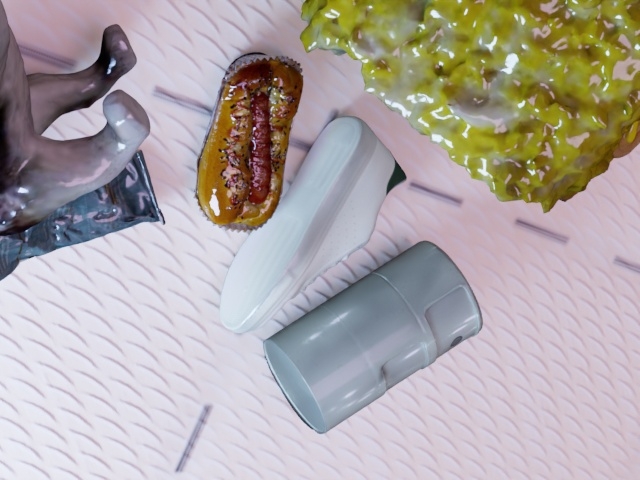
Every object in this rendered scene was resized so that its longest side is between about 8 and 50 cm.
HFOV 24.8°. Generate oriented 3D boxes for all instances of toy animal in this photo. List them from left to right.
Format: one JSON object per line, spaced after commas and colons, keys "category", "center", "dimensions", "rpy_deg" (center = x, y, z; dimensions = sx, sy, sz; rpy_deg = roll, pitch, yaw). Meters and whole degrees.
{"category": "toy animal", "center": [-0.337, -0.118, 1.236], "dimensions": [0.303, 0.194, 0.344], "rpy_deg": [-32, 141, 10]}

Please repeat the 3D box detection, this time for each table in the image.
{"category": "table", "center": [0.059, 0.106, 1.633], "dimensions": [0.220, 0.126, 0.126], "rpy_deg": [-31, 123, -17]}

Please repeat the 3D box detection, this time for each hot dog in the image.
{"category": "hot dog", "center": [-0.073, -0.100, 1.505], "dimensions": [0.108, 0.059, 0.191], "rpy_deg": [0, 108, -37]}

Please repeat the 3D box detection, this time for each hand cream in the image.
{"category": "hand cream", "center": [-0.265, -0.006, 1.423], "dimensions": [0.248, 0.052, 0.075], "rpy_deg": [-25, 133, -26]}

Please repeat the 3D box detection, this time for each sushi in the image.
{"category": "sushi", "center": [0.173, -0.224, 1.394], "dimensions": [0.240, 0.351, 0.396], "rpy_deg": [-56, 172, 21]}

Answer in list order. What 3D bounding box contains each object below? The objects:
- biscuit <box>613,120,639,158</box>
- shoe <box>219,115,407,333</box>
{"category": "biscuit", "center": [0.357, -0.239, 1.722], "dimensions": [0.186, 0.044, 0.295], "rpy_deg": [-1, 111, -34]}
{"category": "shoe", "center": [0.000, 0.000, 1.571], "dimensions": [0.110, 0.095, 0.265], "rpy_deg": [33, 89, -38]}
